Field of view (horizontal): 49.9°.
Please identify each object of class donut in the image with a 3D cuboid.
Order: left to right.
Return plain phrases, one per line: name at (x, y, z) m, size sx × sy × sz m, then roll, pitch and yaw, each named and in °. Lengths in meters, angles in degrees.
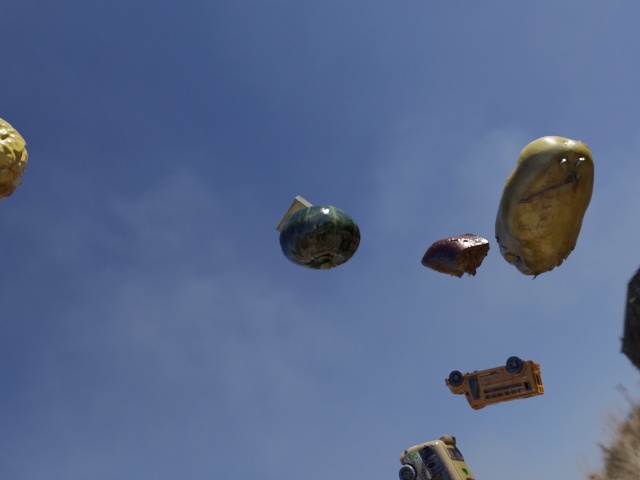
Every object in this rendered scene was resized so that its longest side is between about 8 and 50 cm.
donut at (0.390, 0.040, 2.040) m, size 0.126 × 0.187 × 0.144 m, roll -3°, pitch -69°, yaw -34°

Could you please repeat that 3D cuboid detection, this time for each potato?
potato at (0.441, -0.060, 1.377) m, size 0.173 × 0.140 × 0.300 m, roll 4°, pitch -58°, yaw -6°

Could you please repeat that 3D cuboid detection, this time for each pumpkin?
pumpkin at (-0.001, -0.003, 1.403) m, size 0.167 × 0.125 × 0.167 m, roll 13°, pitch -30°, yaw 7°

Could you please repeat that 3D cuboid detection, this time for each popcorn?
popcorn at (-0.629, -0.152, 1.257) m, size 0.170 × 0.180 × 0.180 m, roll -59°, pitch -30°, yaw -10°

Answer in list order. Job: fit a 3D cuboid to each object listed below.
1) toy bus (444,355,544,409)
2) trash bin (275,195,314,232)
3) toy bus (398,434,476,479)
toy bus at (0.368, 0.307, 1.461) m, size 0.195 × 0.088 × 0.083 m, roll -20°, pitch -24°, yaw 28°
trash bin at (-0.057, -0.050, 1.624) m, size 0.092 × 0.061 × 0.043 m, roll -54°, pitch 1°, yaw 14°
toy bus at (0.329, 0.647, 1.751) m, size 0.157 × 0.289 × 0.139 m, roll -40°, pitch -38°, yaw 16°
